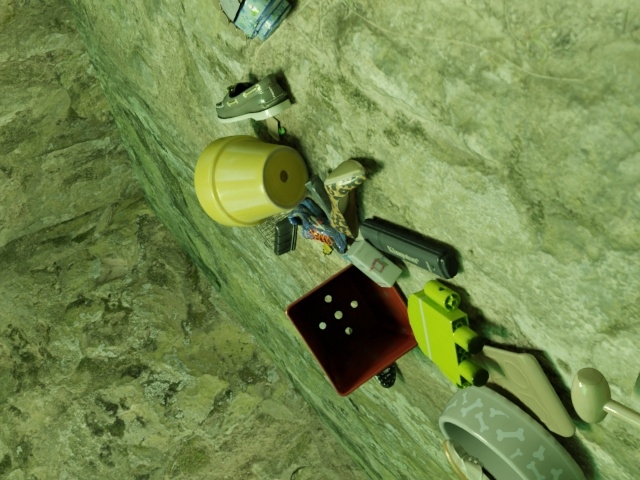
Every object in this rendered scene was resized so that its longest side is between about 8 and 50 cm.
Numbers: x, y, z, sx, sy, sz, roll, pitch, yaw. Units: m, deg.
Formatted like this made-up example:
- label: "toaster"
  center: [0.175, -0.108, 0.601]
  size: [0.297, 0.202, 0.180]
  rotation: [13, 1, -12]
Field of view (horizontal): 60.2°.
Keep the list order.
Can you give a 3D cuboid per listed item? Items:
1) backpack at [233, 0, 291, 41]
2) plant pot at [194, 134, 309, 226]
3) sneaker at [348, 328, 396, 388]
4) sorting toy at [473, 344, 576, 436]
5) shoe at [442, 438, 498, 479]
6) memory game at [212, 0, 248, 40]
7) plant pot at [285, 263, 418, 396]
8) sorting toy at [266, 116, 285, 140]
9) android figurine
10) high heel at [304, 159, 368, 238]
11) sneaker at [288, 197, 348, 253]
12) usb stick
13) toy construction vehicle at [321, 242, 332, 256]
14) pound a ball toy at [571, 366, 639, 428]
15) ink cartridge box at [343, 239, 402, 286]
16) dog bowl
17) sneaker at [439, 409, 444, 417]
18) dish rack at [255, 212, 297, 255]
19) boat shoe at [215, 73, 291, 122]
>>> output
- label: "backpack"
  center: [-0.108, -0.460, 1.089]
  size: [0.084, 0.105, 0.114]
  rotation: [36, 160, -10]
- label: "plant pot"
  center: [-0.167, -0.162, 1.478]
  size: [0.239, 0.254, 0.254]
  rotation: [2, 125, 45]
- label: "sneaker"
  center: [0.157, 0.348, 1.717]
  size: [0.234, 0.078, 0.106]
  rotation: [61, 161, -3]
- label: "sorting toy"
  center: [0.411, 0.298, 1.144]
  size: [0.193, 0.038, 0.208]
  rotation: [58, 161, -6]
- label: "shoe"
  center: [0.363, 0.528, 1.234]
  size: [0.219, 0.058, 0.076]
  rotation: [48, -164, 13]
- label: "memory game"
  center: [-0.208, -0.555, 1.282]
  size: [0.186, 0.012, 0.186]
  rotation: [45, 157, 25]
- label: "plant pot"
  center: [0.072, 0.210, 1.483]
  size: [0.267, 0.267, 0.236]
  rotation: [58, 172, -4]
- label: "sorting toy"
  center: [-0.117, -0.295, 1.459]
  size: [0.083, 0.012, 0.062]
  rotation: [45, 152, 34]
- label: "android figurine"
  center: [0.275, 0.208, 1.235]
  size: [0.273, 0.056, 0.248]
  rotation: [-141, 34, -65]
- label: "high heel"
  center: [0.080, -0.085, 1.265]
  size: [0.186, 0.093, 0.261]
  rotation: [51, 159, -15]
- label: "sneaker"
  center: [-0.006, -0.026, 1.505]
  size: [0.221, 0.087, 0.083]
  rotation: [40, 154, 36]
- label: "usb stick"
  center: [0.186, 0.014, 1.214]
  size: [0.278, 0.045, 0.077]
  rotation: [26, 145, 51]
- label: "toy construction vehicle"
  center: [0.000, 0.000, 1.600]
  size: [0.086, 0.035, 0.098]
  rotation: [51, 158, 13]
- label: "pound a ball toy"
  center: [0.493, 0.233, 0.657]
  size: [0.319, 0.208, 0.136]
  rotation: [35, 150, 42]
- label: "ink cartridge box"
  center: [0.126, 0.056, 1.331]
  size: [0.122, 0.052, 0.088]
  rotation: [40, 171, -8]
- label: "dog bowl"
  center: [0.416, 0.481, 1.251]
  size: [0.349, 0.102, 0.349]
  rotation: [42, 162, 17]
- label: "sneaker"
  center: [0.378, 0.494, 1.508]
  size: [0.057, 0.047, 0.119]
  rotation: [42, 164, -10]
- label: "dish rack"
  center: [-0.188, -0.088, 1.831]
  size: [0.271, 0.074, 0.208]
  rotation: [50, 157, 19]
- label: "boat shoe"
  center: [-0.185, -0.357, 1.393]
  size: [0.305, 0.109, 0.091]
  rotation: [11, 131, 53]
